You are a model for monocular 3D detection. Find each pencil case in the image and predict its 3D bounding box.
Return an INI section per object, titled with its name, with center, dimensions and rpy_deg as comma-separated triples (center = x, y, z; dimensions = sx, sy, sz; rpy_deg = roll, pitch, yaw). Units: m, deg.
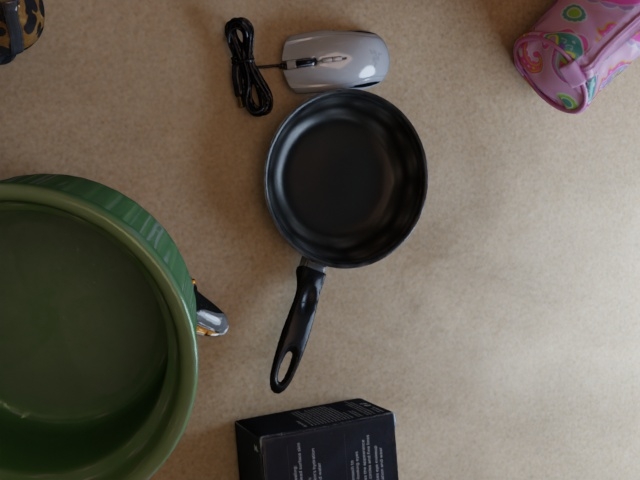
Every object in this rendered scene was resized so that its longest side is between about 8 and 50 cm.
[pencil case]
center = 0.363, -0.277, 1.191
dimensions = 0.284, 0.124, 0.124
rpy_deg = -40, 106, -14

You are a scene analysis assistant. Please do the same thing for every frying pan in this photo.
[frying pan]
center = 0.028, -0.004, 1.108
dimensions = 0.197, 0.053, 0.326
rpy_deg = -3, 96, -22

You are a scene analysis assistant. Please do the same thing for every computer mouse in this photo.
[computer mouse]
center = -0.005, -0.197, 1.088
dimensions = 0.193, 0.042, 0.106
rpy_deg = -11, 96, -21

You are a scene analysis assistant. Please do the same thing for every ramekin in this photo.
[ramekin]
center = -0.253, 0.084, 0.899
dimensions = 0.303, 0.148, 0.304
rpy_deg = 0, 105, 0

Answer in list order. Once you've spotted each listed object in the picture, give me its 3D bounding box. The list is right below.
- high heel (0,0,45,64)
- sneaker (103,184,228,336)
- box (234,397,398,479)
[high heel]
center = -0.311, -0.289, 0.882
dimensions = 0.093, 0.186, 0.261
rpy_deg = -22, 101, -20
[sneaker]
center = -0.176, 0.026, 1.012
dimensions = 0.215, 0.084, 0.083
rpy_deg = 37, 74, -18
[box]
center = -0.001, 0.266, 1.087
dimensions = 0.158, 0.093, 0.156
rpy_deg = -6, 95, -23
